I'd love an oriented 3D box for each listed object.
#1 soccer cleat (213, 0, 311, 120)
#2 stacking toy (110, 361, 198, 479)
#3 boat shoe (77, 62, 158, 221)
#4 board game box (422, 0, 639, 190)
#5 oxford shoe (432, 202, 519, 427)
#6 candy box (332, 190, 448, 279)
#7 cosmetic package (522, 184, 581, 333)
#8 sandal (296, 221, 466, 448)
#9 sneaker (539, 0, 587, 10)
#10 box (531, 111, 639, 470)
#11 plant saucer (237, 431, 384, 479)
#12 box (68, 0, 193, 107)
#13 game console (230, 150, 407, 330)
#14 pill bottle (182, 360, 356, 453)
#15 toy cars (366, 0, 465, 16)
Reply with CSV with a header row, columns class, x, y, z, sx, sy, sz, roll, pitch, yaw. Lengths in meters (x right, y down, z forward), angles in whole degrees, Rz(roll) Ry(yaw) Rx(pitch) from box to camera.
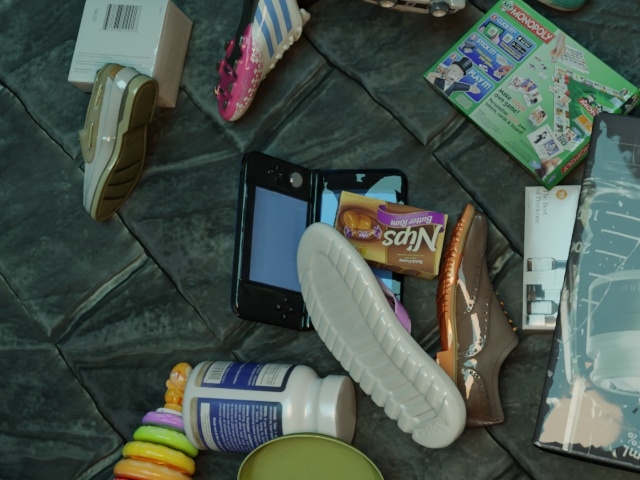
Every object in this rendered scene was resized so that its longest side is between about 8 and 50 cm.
class,x,y,z,sx,sy,sz,roll,pitch,yaw
soccer cleat,-0.094,-0.366,1.981,0.116,0.143,0.331,51,129,55
stacking toy,-0.268,0.352,1.873,0.166,0.175,0.301,7,65,19
boat shoe,-0.389,-0.184,2.015,0.103,0.113,0.302,30,113,18
board game box,0.350,-0.257,1.828,0.213,0.046,0.317,-43,57,3
oxford shoe,0.255,0.123,1.769,0.133,0.130,0.363,6,85,2
candy box,0.113,-0.008,1.830,0.187,0.053,0.109,13,76,-4
cosmetic package,0.382,0.031,1.767,0.099,0.060,0.239,-1,76,17
sandal,0.098,0.148,1.733,0.416,0.102,0.169,56,135,20
sneaker,0.358,-0.518,1.826,0.302,0.121,0.108,46,66,-4
box,0.576,0.112,1.520,0.480,0.297,0.471,10,82,15
plant saucer,-0.013,0.389,1.751,0.241,0.241,0.037,-13,32,15
box,-0.362,-0.363,2.082,0.181,0.119,0.181,7,80,19
game console,0.000,0.000,1.850,0.173,0.250,0.293,-10,71,44
pill bottle,-0.082,0.281,1.809,0.265,0.153,0.153,1,77,19
toy cars,0.219,-0.488,1.884,0.394,0.087,0.176,-39,91,-24
